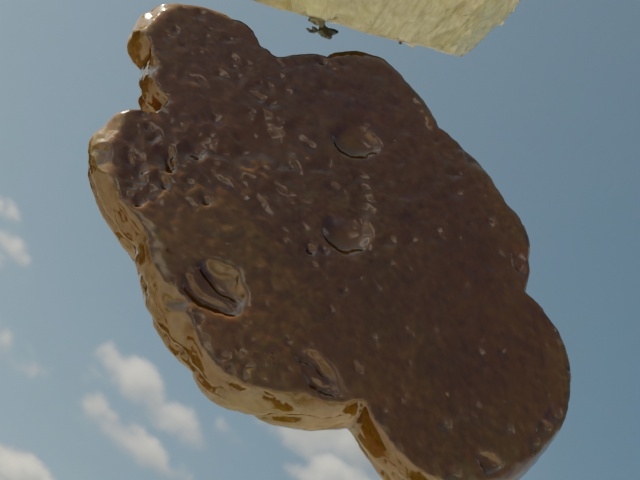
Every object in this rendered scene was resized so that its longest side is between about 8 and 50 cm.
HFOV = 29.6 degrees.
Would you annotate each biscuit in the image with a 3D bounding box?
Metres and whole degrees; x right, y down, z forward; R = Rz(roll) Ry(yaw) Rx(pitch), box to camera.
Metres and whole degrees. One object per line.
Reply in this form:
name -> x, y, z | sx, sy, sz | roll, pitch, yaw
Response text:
biscuit -> 0.000, 0.000, 0.584 | 0.290, 0.208, 0.041 | 52, -40, 15

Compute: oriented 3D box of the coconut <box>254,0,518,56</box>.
coconut -> 0.015, -0.348, 0.917 | 0.404, 0.405, 0.405 | 26, -30, 17
